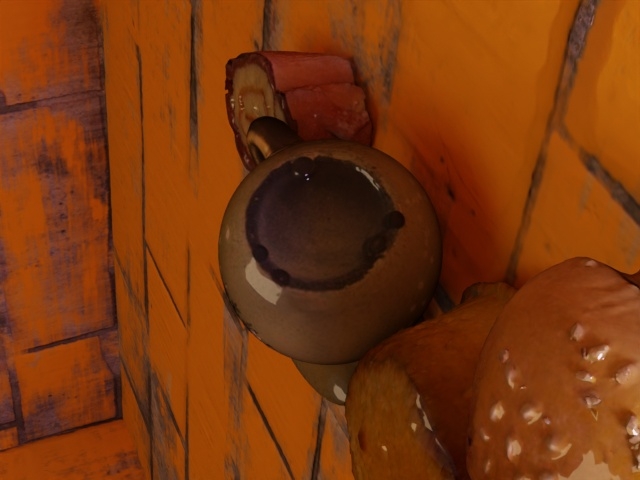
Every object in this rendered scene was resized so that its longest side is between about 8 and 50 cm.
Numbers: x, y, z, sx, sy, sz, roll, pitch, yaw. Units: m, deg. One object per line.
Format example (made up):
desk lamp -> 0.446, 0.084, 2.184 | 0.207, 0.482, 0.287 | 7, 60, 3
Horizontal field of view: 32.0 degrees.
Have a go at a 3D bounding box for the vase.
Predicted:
vase -> 0.000, 0.000, 1.267 | 0.329, 0.241, 0.302 | 62, 177, 24

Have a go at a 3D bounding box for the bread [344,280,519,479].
bread -> 0.158, 0.226, 1.088 | 0.337, 0.204, 0.358 | 111, 143, -49

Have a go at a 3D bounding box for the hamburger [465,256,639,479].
hamburger -> 0.271, 0.215, 0.713 | 0.287, 0.268, 0.445 | 7, 108, 64

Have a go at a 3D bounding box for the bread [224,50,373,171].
bread -> -0.027, -0.157, 1.441 | 0.244, 0.123, 0.190 | -162, 59, -67
